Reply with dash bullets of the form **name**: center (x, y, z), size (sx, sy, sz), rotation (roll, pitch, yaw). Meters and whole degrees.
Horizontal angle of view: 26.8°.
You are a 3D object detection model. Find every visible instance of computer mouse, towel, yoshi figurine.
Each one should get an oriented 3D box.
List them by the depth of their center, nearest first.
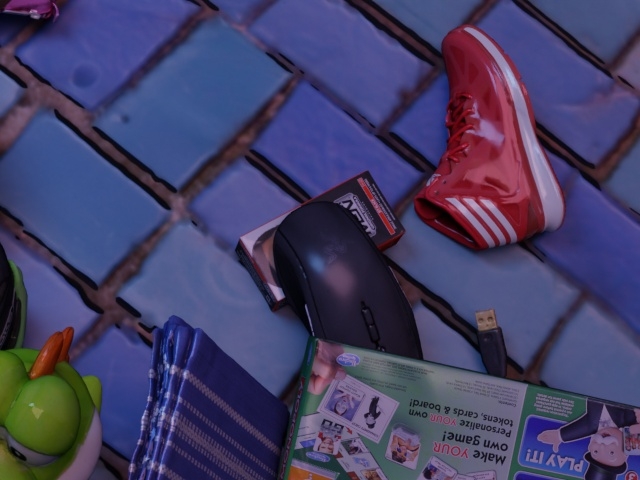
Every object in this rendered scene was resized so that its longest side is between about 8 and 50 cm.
- **yoshi figurine**: center (-0.245, 0.191, 0.966), size (0.203, 0.362, 0.203), rotation (-7, 70, -14)
- **towel**: center (-0.108, 0.251, 1.053), size (0.040, 0.243, 0.336), rotation (5, 68, 22)
- **computer mouse**: center (0.075, 0.076, 1.198), size (0.184, 0.060, 0.262), rotation (-18, 89, -16)

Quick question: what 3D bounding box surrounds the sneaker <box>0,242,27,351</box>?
- **sneaker**: center (-0.452, 0.085, 1.014), size (0.482, 0.202, 0.185), rotation (-23, 69, -31)

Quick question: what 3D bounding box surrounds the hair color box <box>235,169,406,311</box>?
- **hair color box**: center (0.000, 0.000, 1.245), size (0.141, 0.043, 0.072), rotation (-29, 80, -17)

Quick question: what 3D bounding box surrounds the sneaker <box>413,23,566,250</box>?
- **sneaker**: center (0.136, -0.095, 1.279), size (0.128, 0.087, 0.221), rotation (-20, 75, -17)

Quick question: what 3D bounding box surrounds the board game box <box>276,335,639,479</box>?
- **board game box**: center (0.122, 0.218, 1.151), size (0.317, 0.046, 0.214), rotation (13, 87, -9)

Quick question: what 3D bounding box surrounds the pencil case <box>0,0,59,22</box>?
- **pencil case**: center (-0.347, -0.240, 1.245), size (0.209, 0.095, 0.098), rotation (-8, 89, -10)
